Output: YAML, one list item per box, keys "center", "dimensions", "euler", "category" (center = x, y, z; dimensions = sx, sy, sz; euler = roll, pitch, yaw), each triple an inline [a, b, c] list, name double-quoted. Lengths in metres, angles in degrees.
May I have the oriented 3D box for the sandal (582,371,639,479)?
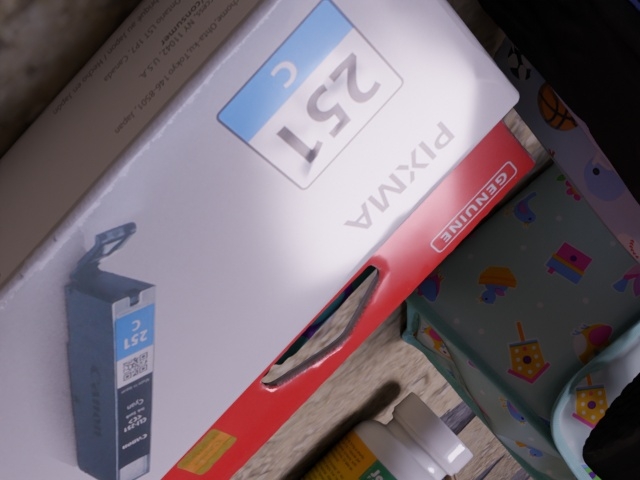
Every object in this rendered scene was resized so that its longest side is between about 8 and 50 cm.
- center: [0.303, 0.071, 0.593]
  dimensions: [0.167, 0.107, 0.446]
  euler: [-44, 174, -23]
  category: "sandal"

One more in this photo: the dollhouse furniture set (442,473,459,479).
- center: [0.094, 0.387, 1.411]
  dimensions: [0.184, 0.129, 0.129]
  euler: [-22, 169, 29]
  category: "dollhouse furniture set"

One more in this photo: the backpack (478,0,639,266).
- center: [0.243, -0.112, 0.566]
  dimensions: [0.263, 0.276, 0.213]
  euler: [-30, 171, -19]
  category: "backpack"

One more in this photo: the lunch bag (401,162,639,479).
- center: [0.230, 0.087, 0.884]
  dimensions: [0.223, 0.262, 0.160]
  euler: [-38, 157, -13]
  category: "lunch bag"

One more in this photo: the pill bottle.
- center: [0.045, 0.251, 1.043]
  dimensions: [0.208, 0.117, 0.117]
  euler: [-43, 158, -3]
  category: "pill bottle"

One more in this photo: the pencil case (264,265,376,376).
- center: [0.000, 0.000, 0.592]
  dimensions: [0.151, 0.064, 0.070]
  euler: [-48, 149, 6]
  category: "pencil case"

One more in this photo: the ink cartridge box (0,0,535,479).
- center: [-0.032, 0.025, 0.484]
  dimensions: [0.296, 0.066, 0.261]
  euler: [-47, 139, 5]
  category: "ink cartridge box"
